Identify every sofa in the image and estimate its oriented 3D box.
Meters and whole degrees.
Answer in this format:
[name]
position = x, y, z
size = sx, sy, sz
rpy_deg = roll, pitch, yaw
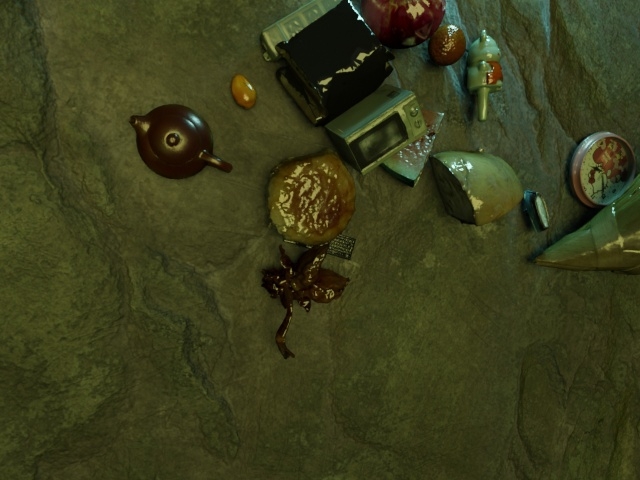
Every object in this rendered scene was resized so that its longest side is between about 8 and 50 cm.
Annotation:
[sofa]
position = 0.032, -0.440, 1.102
size = 0.258, 0.182, 0.200
rpy_deg = -37, 89, -4

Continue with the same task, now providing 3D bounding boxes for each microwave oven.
[microwave oven]
position = 0.143, -0.282, 1.108
size = 0.205, 0.163, 0.129
rpy_deg = -34, 123, -1

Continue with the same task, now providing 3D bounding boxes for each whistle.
[whistle]
position = 0.460, -0.464, 1.217
size = 0.101, 0.105, 0.253
rpy_deg = 1, 92, -38

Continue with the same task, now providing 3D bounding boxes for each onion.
[onion]
position = 0.208, -0.578, 1.091
size = 0.207, 0.200, 0.201
rpy_deg = 7, 96, -12

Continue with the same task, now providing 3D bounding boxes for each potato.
[potato]
position = 0.471, -0.181, 1.215
size = 0.264, 0.189, 0.211
rpy_deg = -20, 102, -11

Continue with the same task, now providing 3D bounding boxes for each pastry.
[pastry]
position = -0.025, -0.108, 1.133
size = 0.257, 0.121, 0.236
rpy_deg = -20, 105, -19

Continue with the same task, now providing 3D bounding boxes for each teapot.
[teapot]
position = -0.328, -0.225, 1.034
size = 0.252, 0.135, 0.178
rpy_deg = 26, 94, -15

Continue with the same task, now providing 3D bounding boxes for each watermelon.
[watermelon]
position = 0.262, -0.278, 1.209
size = 0.154, 0.094, 0.241
rpy_deg = 37, 82, 12

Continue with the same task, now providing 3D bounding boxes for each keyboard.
[keyboard]
position = 0.000, 0.000, 1.211
size = 0.202, 0.011, 0.067
rpy_deg = 16, 92, -16

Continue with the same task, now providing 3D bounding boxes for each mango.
[mango]
position = -0.195, -0.378, 1.094
size = 0.060, 0.046, 0.089
rpy_deg = -18, 89, -14

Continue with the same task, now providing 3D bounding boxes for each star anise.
[star anise]
position = -0.052, 0.152, 1.144
size = 0.237, 0.148, 0.346
rpy_deg = 16, 100, -14

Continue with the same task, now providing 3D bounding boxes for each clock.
[clock]
position = 0.905, -0.225, 1.391
size = 0.244, 0.056, 0.245
rpy_deg = -3, 100, -16

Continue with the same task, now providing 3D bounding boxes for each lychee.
[lychee]
position = 0.348, -0.533, 1.189
size = 0.101, 0.140, 0.114
rpy_deg = -13, 126, 23

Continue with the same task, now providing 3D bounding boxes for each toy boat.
[toy boat]
position = 0.666, -0.091, 1.345
size = 0.060, 0.061, 0.137
rpy_deg = -22, 94, -19

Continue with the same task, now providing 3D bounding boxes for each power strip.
[power strip]
position = -0.036, -0.552, 1.105
size = 0.272, 0.052, 0.078
rpy_deg = -34, 104, -8

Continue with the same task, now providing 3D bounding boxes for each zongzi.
[zongzi]
position = 0.923, -0.105, 1.258
size = 0.466, 0.218, 0.500
rpy_deg = -2, 126, -15
